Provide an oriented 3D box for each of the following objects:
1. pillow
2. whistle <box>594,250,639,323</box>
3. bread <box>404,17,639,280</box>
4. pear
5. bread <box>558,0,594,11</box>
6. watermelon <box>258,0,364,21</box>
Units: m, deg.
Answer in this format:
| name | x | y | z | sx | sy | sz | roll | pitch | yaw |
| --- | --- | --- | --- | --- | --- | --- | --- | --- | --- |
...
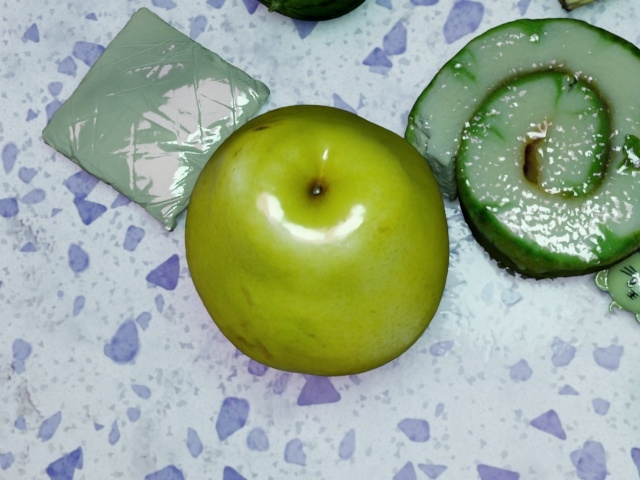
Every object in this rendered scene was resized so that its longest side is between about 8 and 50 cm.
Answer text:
| name | x | y | z | sx | sy | sz | roll | pitch | yaw |
| --- | --- | --- | --- | --- | --- | --- | --- | --- | --- |
| pillow | -0.264 | -0.198 | 1.378 | 0.274 | 0.076 | 0.281 | 34 | 85 | 10 |
| whistle | 0.486 | 0.019 | 1.206 | 0.105 | 0.085 | 0.227 | 43 | 92 | 10 |
| bread | 0.306 | -0.128 | 1.200 | 0.381 | 0.129 | 0.366 | 3 | 75 | 15 |
| pear | 0.000 | 0.000 | 1.135 | 0.362 | 0.418 | 0.363 | 0 | 68 | 0 |
| bread | 0.372 | -0.488 | 1.224 | 0.156 | 0.204 | 0.288 | -21 | 76 | 12 |
| watermelon | -0.012 | -0.448 | 1.275 | 0.242 | 0.242 | 0.242 | -1 | 84 | 10 |
